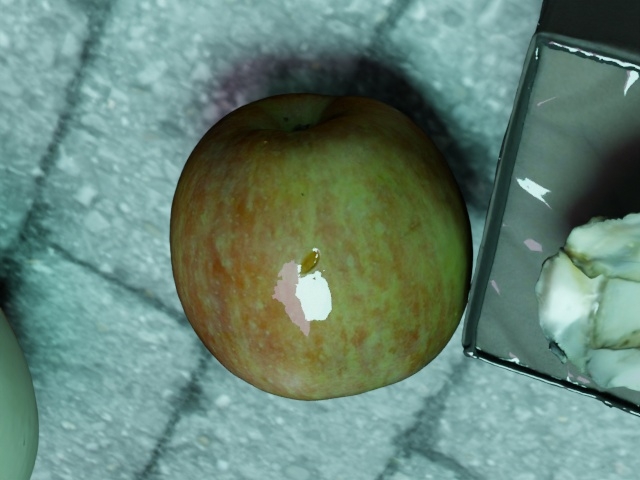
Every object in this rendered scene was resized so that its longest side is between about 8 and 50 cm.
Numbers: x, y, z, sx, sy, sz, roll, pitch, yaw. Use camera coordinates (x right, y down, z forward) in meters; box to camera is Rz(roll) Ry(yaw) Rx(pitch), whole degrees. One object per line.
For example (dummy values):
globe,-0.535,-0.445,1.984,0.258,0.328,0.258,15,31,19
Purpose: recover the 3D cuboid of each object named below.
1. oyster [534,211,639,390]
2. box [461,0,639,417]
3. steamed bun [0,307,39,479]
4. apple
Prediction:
oyster,0.220,0.014,0.782,0.275,0.100,0.271,34,135,-24
box,0.191,-0.033,0.921,0.188,0.153,0.252,18,133,7
steamed bun,-0.382,0.087,1.189,0.374,0.241,0.374,12,162,4
apple,0.000,0.000,1.008,0.188,0.188,0.173,1,116,22
